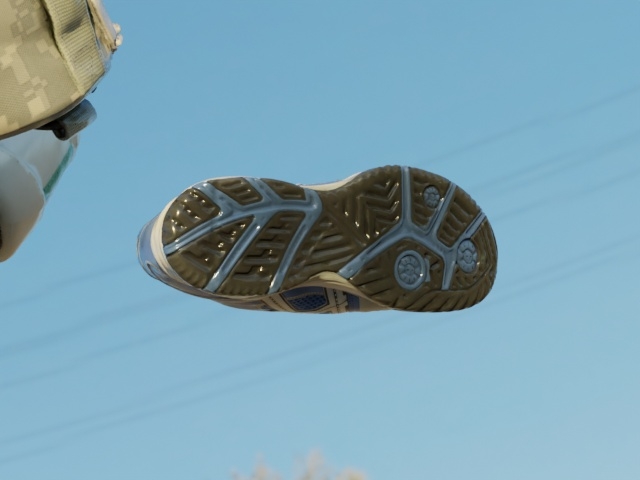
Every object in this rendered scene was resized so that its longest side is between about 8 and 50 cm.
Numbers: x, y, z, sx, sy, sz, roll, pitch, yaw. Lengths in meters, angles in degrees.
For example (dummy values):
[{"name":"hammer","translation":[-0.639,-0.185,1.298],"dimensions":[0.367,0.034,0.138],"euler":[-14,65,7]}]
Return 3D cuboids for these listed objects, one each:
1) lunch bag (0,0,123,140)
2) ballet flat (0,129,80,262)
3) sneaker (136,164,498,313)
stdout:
[{"name":"lunch bag","translation":[-0.246,-0.184,0.912],"dimensions":[0.256,0.212,0.305],"euler":[4,-54,23]},{"name":"ballet flat","translation":[-0.324,-0.102,1.267],"dimensions":[0.139,0.400,0.139],"euler":[-45,-32,-39]},{"name":"sneaker","translation":[0.000,0.000,1.035],"dimensions":[0.211,0.080,0.081],"euler":[7,-9,-29]}]
